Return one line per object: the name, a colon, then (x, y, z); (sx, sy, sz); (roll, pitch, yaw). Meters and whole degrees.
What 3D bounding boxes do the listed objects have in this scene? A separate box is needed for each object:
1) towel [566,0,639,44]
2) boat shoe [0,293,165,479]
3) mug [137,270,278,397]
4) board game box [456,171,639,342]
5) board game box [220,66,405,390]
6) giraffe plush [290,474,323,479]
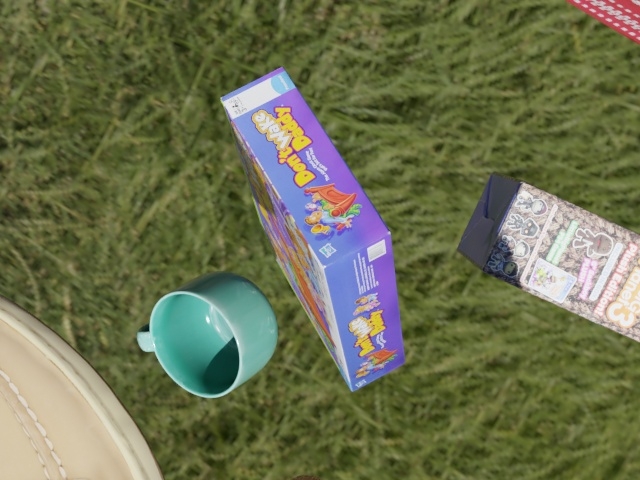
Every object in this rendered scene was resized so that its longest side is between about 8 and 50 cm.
towel: (0.159, -0.131, 0.504); (0.198, 0.275, 0.031); (27, 87, -16)
boat shoe: (-0.143, 0.182, 0.657); (0.341, 0.121, 0.110); (58, 35, 1)
mug: (-0.124, 0.094, 1.378); (0.097, 0.157, 0.129); (-30, 144, -50)
board game box: (0.376, 0.025, 1.805); (0.291, 0.232, 0.141); (24, 95, -6)
board game box: (0.000, 0.000, 1.370); (0.078, 0.233, 0.347); (-27, 153, -7)
giraffe plush: (-0.019, 0.362, 1.474); (0.210, 0.181, 0.170); (28, 120, -11)
